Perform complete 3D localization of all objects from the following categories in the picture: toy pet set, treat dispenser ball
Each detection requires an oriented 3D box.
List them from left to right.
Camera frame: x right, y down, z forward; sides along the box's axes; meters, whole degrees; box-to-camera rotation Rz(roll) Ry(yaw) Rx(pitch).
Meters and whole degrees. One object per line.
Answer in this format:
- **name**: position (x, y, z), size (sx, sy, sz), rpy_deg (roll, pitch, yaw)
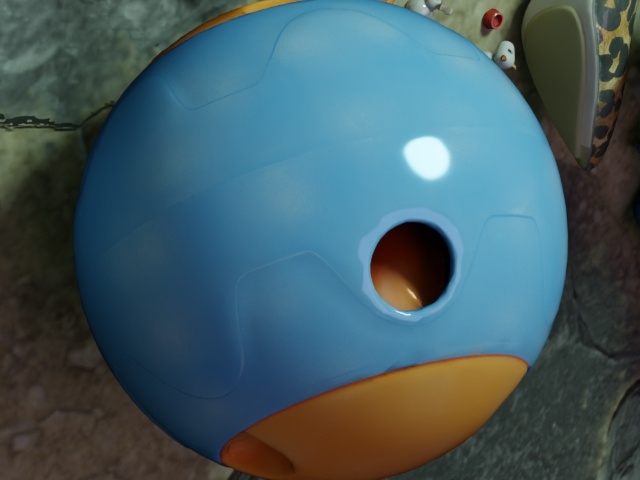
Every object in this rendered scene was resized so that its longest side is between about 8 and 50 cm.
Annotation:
- **treat dispenser ball**: position (0.000, 0.000, 1.028), size (0.288, 0.288, 0.288), rpy_deg (-20, 123, -34)
- **toy pet set**: position (0.087, -0.125, 1.202), size (0.122, 0.065, 0.114), rpy_deg (28, 91, -45)

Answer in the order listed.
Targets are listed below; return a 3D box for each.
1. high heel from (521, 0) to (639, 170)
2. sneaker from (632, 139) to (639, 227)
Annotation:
- **high heel**: position (0.238, -0.192, 1.278), size (0.186, 0.093, 0.261), rpy_deg (-20, 114, -26)
- **sneaker**: position (0.297, -0.012, 1.448), size (0.087, 0.083, 0.221), rpy_deg (-20, 115, -23)
